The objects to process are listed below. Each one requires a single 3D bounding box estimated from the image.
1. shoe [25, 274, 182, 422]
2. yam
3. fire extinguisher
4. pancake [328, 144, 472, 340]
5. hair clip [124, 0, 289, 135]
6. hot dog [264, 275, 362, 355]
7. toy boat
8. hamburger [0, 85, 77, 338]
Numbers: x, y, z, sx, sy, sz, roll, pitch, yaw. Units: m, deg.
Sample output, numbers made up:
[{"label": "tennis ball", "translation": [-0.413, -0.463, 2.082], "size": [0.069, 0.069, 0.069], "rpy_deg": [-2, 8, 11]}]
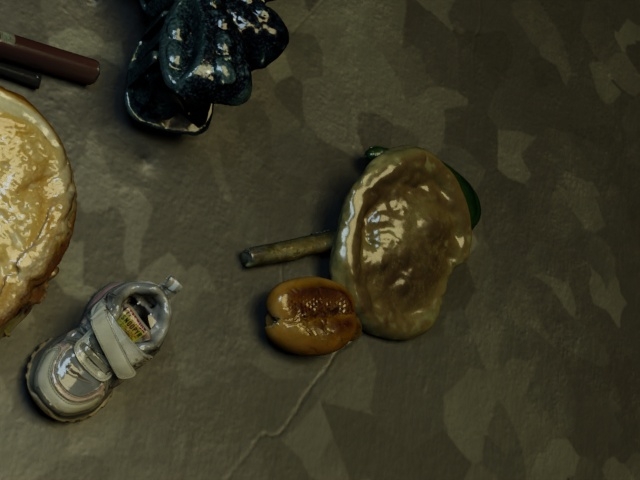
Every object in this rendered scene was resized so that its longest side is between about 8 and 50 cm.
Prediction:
[{"label": "shoe", "translation": [-0.200, 0.100, 1.298], "size": [0.089, 0.092, 0.180], "rpy_deg": [52, 46, -13]}, {"label": "yam", "translation": [-0.001, 0.001, 1.570], "size": [0.234, 0.027, 0.029], "rpy_deg": [-13, 105, -45]}, {"label": "fire extinguisher", "translation": [-0.308, -0.186, 1.378], "size": [0.173, 0.035, 0.049], "rpy_deg": [14, 100, -38]}, {"label": "pancake", "translation": [0.103, 0.004, 1.615], "size": [0.236, 0.042, 0.222], "rpy_deg": [-44, 120, -29]}, {"label": "hair clip", "translation": [-0.143, -0.279, 1.465], "size": [0.206, 0.194, 0.310], "rpy_deg": [-19, 85, -39]}, {"label": "hot dog", "translation": [-0.005, 0.085, 1.511], "size": [0.140, 0.060, 0.090], "rpy_deg": [-6, 79, -37]}, {"label": "toy boat", "translation": [0.133, -0.060, 1.704], "size": [0.210, 0.052, 0.104], "rpy_deg": [9, 63, -41]}, {"label": "hamburger", "translation": [-0.348, -0.038, 1.195], "size": [0.243, 0.146, 0.286], "rpy_deg": [-15, 88, -39]}]
